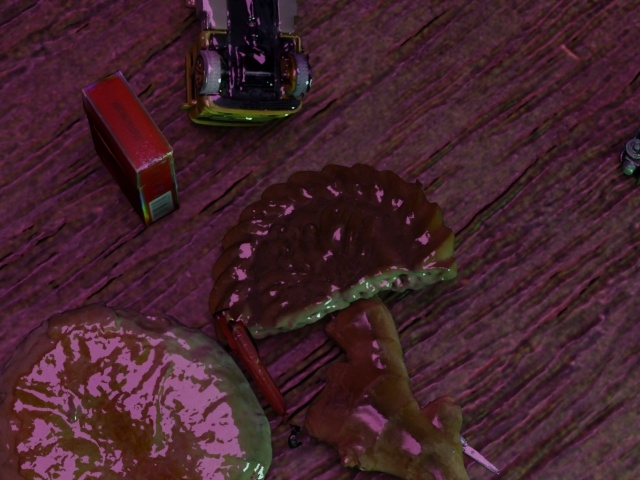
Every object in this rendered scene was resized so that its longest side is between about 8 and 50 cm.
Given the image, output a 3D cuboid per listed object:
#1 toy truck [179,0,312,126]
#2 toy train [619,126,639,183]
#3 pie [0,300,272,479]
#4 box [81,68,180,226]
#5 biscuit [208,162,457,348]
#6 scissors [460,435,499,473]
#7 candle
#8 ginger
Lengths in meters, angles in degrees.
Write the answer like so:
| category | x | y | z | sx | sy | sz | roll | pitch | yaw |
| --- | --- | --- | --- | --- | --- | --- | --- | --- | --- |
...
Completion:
| category | x | y | z | sx | sy | sz | roll | pitch | yaw |
| --- | --- | --- | --- | --- | --- | --- | --- | --- | --- |
| toy truck | -0.095 | -0.255 | 1.910 | 0.124 | 0.157 | 0.272 | 0 | 79 | -18 |
| toy train | 0.389 | -0.123 | 1.937 | 0.071 | 0.038 | 0.148 | 33 | 74 | 6 |
| pie | -0.199 | 0.211 | 1.795 | 0.306 | 0.071 | 0.306 | 0 | 74 | 1 |
| box | -0.198 | -0.093 | 1.838 | 0.048 | 0.175 | 0.112 | -31 | 74 | -11 |
| biscuit | 0.000 | 0.000 | 1.853 | 0.273 | 0.036 | 0.187 | -21 | 57 | 9 |
| scissors | 0.154 | 0.219 | 1.835 | 0.083 | 0.006 | 0.036 | 36 | 73 | 10 |
| candle | -0.060 | 0.143 | 1.813 | 0.026 | 0.021 | 0.167 | -28 | 99 | 12 |
| ginger | 0.083 | 0.204 | 1.805 | 0.148 | 0.081 | 0.334 | -30 | 76 | -27 |
